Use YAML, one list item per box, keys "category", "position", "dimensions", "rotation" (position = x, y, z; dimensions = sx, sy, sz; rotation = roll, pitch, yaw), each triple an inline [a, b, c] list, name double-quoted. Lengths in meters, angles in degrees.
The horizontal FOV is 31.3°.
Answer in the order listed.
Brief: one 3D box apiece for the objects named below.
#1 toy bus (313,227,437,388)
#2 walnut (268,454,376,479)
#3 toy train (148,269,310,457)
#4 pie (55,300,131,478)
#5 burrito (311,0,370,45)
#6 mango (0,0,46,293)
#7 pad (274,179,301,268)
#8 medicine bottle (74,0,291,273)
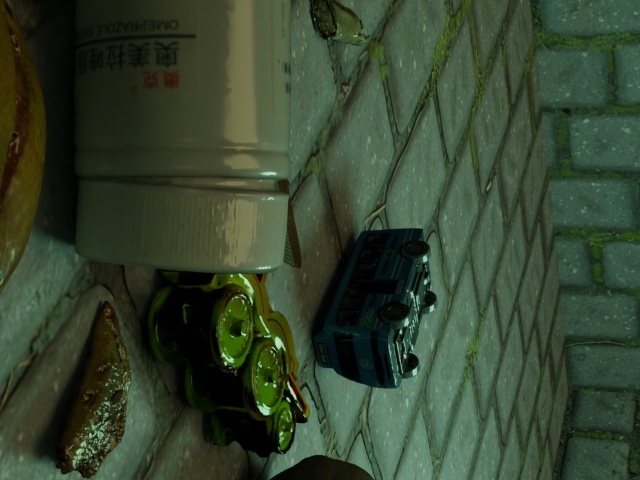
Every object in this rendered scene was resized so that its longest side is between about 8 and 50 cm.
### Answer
- category: "toy bus"
  position: [0.087, 0.093, 1.640]
  dimensions: [0.246, 0.134, 0.113]
  rotation: [-66, 152, -47]
- category: "walnut"
  position: [0.002, 0.363, 1.353]
  dimensions: [0.224, 0.224, 0.224]
  rotation: [1, 90, -69]
- category: "toy train"
  position: [-0.087, 0.116, 1.230]
  dimensions: [0.296, 0.100, 0.160]
  rotation: [68, 29, -47]
- category: "pie"
  position: [-0.201, 0.147, 1.030]
  dimensions: [0.170, 0.034, 0.092]
  rotation: [-77, 155, -43]
- category: "burrito"
  position: [0.027, -0.301, 1.589]
  dimensions: [0.149, 0.041, 0.055]
  rotation: [7, 72, -66]
- category: "mango"
  position: [-0.252, -0.064, 0.754]
  dimensions: [0.177, 0.120, 0.295]
  rotation: [54, 42, -61]
- category: "pad"
  position: [-0.021, 0.013, 1.305]
  dimensions: [0.323, 0.055, 0.250]
  rotation: [60, 6, 11]
- category: "medicine bottle"
  position: [-0.120, -0.139, 1.000]
  dimensions: [0.190, 0.190, 0.332]
  rotation: [-3, 94, -69]
